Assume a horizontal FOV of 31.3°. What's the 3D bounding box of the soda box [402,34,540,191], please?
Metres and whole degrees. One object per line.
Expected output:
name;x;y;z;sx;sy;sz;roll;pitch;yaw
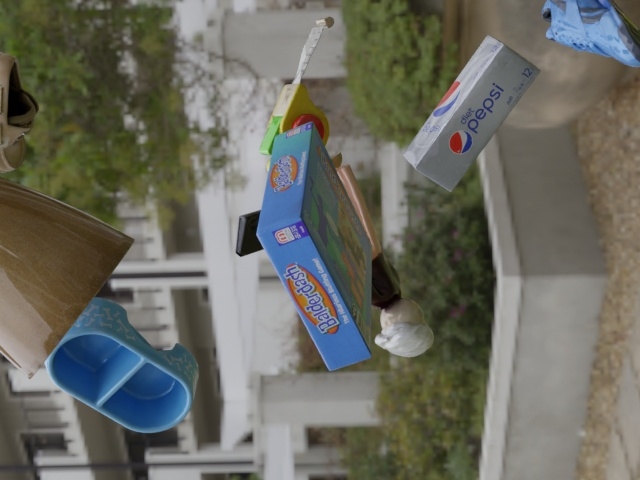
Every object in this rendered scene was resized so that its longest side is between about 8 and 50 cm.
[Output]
soda box;0.283;-0.241;2.170;0.286;0.098;0.091;-55;22;11

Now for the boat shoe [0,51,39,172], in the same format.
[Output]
boat shoe;-0.579;-0.226;2.095;0.341;0.110;0.121;94;-175;-64

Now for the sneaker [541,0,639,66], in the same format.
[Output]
sneaker;0.310;-0.235;1.294;0.069;0.082;0.209;35;-159;-30

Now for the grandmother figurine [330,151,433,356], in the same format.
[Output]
grandmother figurine;0.074;0.033;1.801;0.342;0.104;0.208;60;-153;-5

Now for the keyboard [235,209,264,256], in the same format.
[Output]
keyboard;-0.070;-0.041;1.912;0.180;0.023;0.108;-20;-48;-45

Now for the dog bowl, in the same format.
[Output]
dog bowl;-0.332;0.216;1.894;0.297;0.166;0.074;38;-162;-29

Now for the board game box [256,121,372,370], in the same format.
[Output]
board game box;0.000;0.000;1.102;0.210;0.047;0.160;-83;-30;-61

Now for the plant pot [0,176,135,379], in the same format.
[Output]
plant pot;-0.425;0.021;1.547;0.237;0.254;0.237;-52;8;11

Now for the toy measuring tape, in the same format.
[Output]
toy measuring tape;-0.017;-0.269;2.237;0.121;0.121;0.330;75;-143;-82
